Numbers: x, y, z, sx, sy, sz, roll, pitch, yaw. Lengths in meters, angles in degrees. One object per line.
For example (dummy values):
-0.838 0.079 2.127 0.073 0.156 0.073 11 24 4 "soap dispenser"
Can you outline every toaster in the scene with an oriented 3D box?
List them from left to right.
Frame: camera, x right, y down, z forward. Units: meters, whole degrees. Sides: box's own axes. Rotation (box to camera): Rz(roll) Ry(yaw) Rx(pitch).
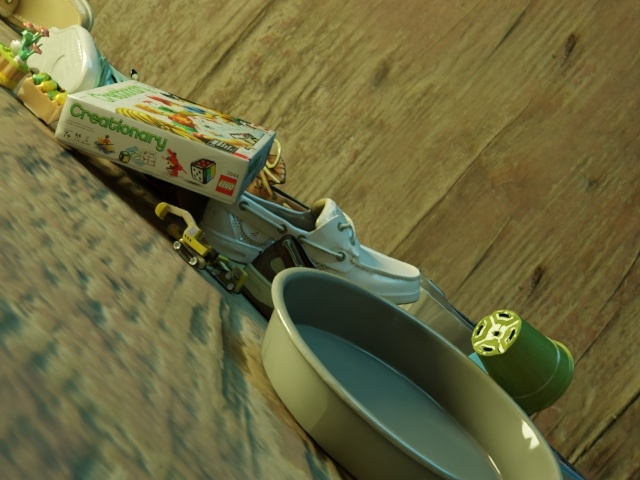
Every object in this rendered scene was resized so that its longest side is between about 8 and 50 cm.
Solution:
0.163 0.156 1.714 0.227 0.146 0.129 41 3 -10 "toaster"

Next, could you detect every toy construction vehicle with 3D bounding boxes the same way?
-0.118 0.005 1.204 0.098 0.035 0.086 43 2 22 "toy construction vehicle"

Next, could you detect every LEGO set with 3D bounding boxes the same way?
-0.340 -0.246 1.276 0.287 0.107 0.132 44 3 40 "LEGO set"

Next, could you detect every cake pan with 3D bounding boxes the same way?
0.069 0.133 0.982 0.293 0.054 0.293 34 16 -11 "cake pan"

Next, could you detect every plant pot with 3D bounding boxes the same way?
0.181 0.107 1.116 0.079 0.083 0.083 46 -1 -36 "plant pot"

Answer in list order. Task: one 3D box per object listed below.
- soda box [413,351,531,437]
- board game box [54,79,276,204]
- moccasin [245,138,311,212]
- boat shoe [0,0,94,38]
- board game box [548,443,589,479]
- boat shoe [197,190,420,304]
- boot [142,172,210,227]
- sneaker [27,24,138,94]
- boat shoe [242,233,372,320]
0.154 0.161 1.189 0.071 0.067 0.210 42 35 22 "soda box"
-0.159 -0.116 1.327 0.193 0.053 0.305 20 11 -1 "board game box"
-0.102 -0.091 1.907 0.380 0.147 0.139 41 2 -16 "moccasin"
-0.489 -0.402 1.838 0.302 0.109 0.098 36 8 -6 "boat shoe"
0.183 0.227 1.380 0.303 0.097 0.224 44 4 39 "board game box"
0.000 0.000 1.374 0.277 0.096 0.098 16 12 -18 "boat shoe"
-0.141 -0.053 1.492 0.197 0.073 0.152 44 0 15 "boot"
-0.273 -0.193 1.496 0.151 0.094 0.256 34 3 -25 "sneaker"
0.020 0.086 1.245 0.257 0.095 0.095 43 3 25 "boat shoe"
